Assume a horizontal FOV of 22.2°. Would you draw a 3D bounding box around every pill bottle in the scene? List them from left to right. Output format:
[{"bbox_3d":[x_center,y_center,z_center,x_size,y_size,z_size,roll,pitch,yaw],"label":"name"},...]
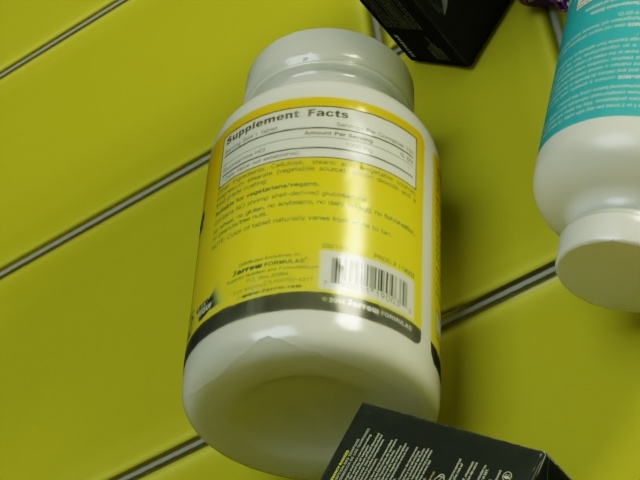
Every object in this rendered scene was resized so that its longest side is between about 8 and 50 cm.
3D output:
[{"bbox_3d":[0.000,0.000,1.260,0.188,0.188,0.334,-21,44,27],"label":"pill bottle"},{"bbox_3d":[0.233,-0.083,1.160,0.146,0.146,0.264,-9,50,36],"label":"pill bottle"}]

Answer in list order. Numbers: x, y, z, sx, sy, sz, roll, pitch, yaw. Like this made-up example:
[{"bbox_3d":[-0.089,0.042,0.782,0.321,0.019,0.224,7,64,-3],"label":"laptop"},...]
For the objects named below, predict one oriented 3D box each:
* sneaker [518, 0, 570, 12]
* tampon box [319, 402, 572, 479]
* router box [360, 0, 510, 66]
[{"bbox_3d":[0.218,-0.203,1.347,0.170,0.068,0.071,12,84,53],"label":"sneaker"},{"bbox_3d":[0.090,0.191,1.066,0.161,0.120,0.101,10,63,46],"label":"tampon box"},{"bbox_3d":[0.082,-0.337,1.385,0.081,0.309,0.243,14,66,48],"label":"router box"}]
